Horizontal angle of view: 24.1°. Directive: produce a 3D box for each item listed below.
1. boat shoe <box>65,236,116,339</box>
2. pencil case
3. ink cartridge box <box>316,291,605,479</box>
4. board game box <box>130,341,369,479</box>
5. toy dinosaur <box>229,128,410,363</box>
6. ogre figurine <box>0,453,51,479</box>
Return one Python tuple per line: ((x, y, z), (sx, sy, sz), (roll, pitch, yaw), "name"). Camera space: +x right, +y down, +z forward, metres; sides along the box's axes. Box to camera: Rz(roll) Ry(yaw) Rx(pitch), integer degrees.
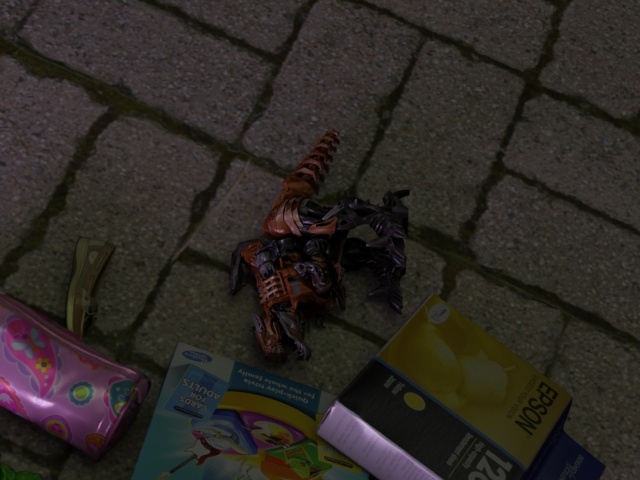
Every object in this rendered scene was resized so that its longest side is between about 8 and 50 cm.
((-0.279, 0.063, 1.802), (0.048, 0.056, 0.153), (8, 51, -6), "boat shoe")
((-0.335, 0.134, 1.703), (0.284, 0.124, 0.124), (32, 57, 3), "pencil case")
((0.187, 0.227, 1.764), (0.307, 0.072, 0.303), (34, 32, 9), "ink cartridge box")
((-0.079, 0.273, 1.640), (0.254, 0.079, 0.336), (19, 32, -4), "board game box")
((0.000, 0.000, 1.870), (0.218, 0.164, 0.321), (4, 80, 5), "toy dinosaur")
((-0.372, 0.290, 1.618), (0.197, 0.097, 0.118), (15, 68, 6), "ogre figurine")
